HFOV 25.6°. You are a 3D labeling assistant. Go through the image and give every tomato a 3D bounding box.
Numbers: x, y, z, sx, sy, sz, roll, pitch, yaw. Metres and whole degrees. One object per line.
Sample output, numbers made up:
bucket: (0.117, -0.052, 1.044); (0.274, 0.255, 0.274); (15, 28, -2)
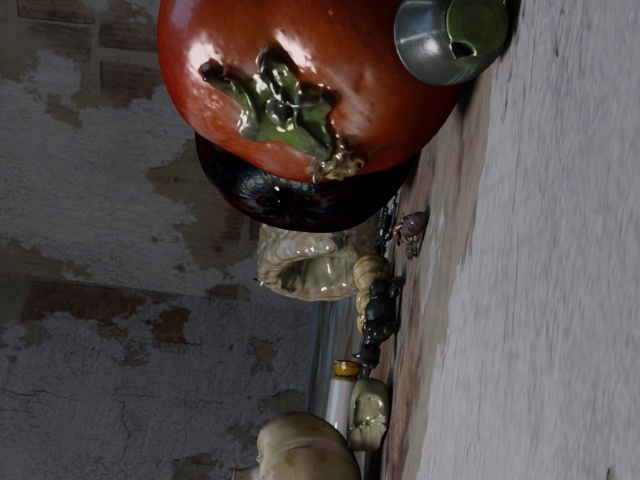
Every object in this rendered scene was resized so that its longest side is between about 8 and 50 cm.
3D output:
tomato: (0.005, -0.217, 1.402); (0.321, 0.322, 0.321); (-173, 90, -88)

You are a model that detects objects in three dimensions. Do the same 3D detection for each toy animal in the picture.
toy animal: (0.072, 0.111, 1.786); (0.065, 0.047, 0.135); (132, 148, -75)

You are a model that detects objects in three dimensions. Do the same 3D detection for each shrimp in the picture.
shrimp: (0.102, -0.010, 1.636); (0.029, 0.038, 0.092); (-35, -25, -27)

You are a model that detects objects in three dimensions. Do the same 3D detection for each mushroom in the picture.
mushroom: (-0.028, 0.347, 1.836); (0.255, 0.184, 0.254); (6, -90, -89)

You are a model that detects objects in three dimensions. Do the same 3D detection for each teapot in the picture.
teapot: (0.119, -0.195, 1.180); (0.091, 0.092, 0.124); (-175, 86, -71)

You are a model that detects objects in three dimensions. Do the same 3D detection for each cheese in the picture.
cheese: (0.058, 0.233, 1.820); (0.171, 0.048, 0.092); (103, 177, -66)

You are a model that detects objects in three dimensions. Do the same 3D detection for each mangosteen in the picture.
mangosteen: (-0.008, -0.160, 1.845); (0.300, 0.300, 0.300); (-173, 90, -88)

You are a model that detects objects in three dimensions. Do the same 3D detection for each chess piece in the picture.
chess piece: (0.073, 0.081, 1.901); (0.172, 0.060, 0.060); (-92, 9, -63)

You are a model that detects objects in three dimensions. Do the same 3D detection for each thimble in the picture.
thimble: (0.003, 0.003, 2.249); (0.229, 0.196, 0.148); (-26, 54, 51)

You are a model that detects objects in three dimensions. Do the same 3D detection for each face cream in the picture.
face cream: (0.033, 0.283, 2.256); (0.072, 0.051, 0.182); (73, -155, -86)

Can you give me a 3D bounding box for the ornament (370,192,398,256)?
ornament: (0.091, -0.010, 2.041); (0.073, 0.028, 0.125); (-85, 5, -58)
